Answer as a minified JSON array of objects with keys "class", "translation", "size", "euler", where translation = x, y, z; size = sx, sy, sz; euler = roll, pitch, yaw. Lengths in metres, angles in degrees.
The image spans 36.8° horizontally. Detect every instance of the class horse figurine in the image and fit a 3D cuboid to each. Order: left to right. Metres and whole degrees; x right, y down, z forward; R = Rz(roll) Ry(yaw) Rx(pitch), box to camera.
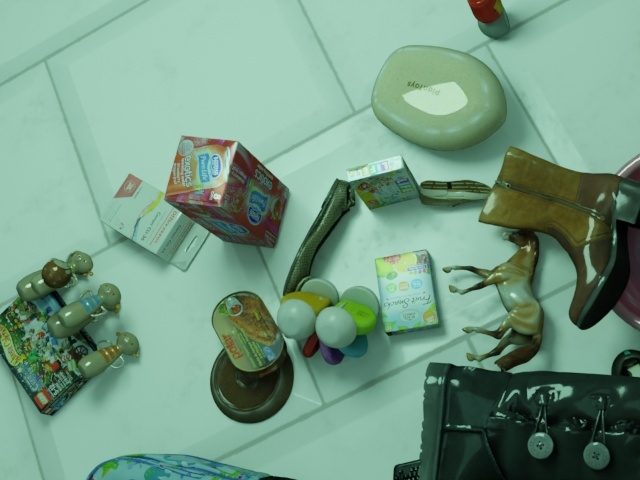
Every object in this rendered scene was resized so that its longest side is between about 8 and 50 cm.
[{"class":"horse figurine","translation":[0.319,0.110,1.660],"size":[0.174,0.066,0.263],"euler":[-12,61,0]}]

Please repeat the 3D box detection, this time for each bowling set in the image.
[{"class":"bowling set","translation":[-0.449,0.100,1.834],"size":[0.154,0.200,0.287],"euler":[-30,67,-33]}]

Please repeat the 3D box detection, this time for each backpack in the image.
[{"class":"backpack","translation":[-0.250,0.494,1.647],"size":[0.355,0.273,0.290],"euler":[15,85,34]}]

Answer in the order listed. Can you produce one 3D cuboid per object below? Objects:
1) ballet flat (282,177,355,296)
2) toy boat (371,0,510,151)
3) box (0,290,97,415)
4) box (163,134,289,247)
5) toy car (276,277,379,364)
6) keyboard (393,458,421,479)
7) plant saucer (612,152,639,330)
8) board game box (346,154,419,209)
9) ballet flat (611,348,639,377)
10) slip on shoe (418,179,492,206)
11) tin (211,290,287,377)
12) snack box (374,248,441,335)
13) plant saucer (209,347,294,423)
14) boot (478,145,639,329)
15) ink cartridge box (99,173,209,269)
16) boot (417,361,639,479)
[{"class":"ballet flat","translation":[0.000,0.000,1.804],"size":[0.058,0.084,0.250],"euler":[27,78,-1]},{"class":"toy boat","translation":[0.258,-0.316,1.793],"size":[0.267,0.148,0.318],"euler":[28,91,28]},{"class":"box","translation":[-0.551,0.211,1.923],"size":[0.159,0.044,0.233],"euler":[-44,66,0]},{"class":"box","translation":[-0.167,-0.085,1.778],"size":[0.122,0.257,0.128],"euler":[9,76,22]},{"class":"toy car","translation":[0.014,0.156,1.720],"size":[0.182,0.159,0.136],"euler":[9,112,23]},{"class":"keyboard","translation":[0.212,0.384,1.630],"size":[0.192,0.038,0.100],"euler":[-16,69,11]},{"class":"plant saucer","translation":[0.602,0.002,1.555],"size":[0.332,0.084,0.332],"euler":[-10,73,37]},{"class":"board game box","translation":[0.117,-0.104,1.750],"size":[0.103,0.154,0.026],"euler":[-14,69,13]},{"class":"ballet flat","translation":[0.543,0.300,1.518],"size":[0.095,0.096,0.280],"euler":[-30,67,6]},{"class":"slip on shoe","translation":[0.248,-0.082,1.766],"size":[0.135,0.041,0.051],"euler":[1,33,4]},{"class":"tin","translation":[-0.133,0.174,1.779],"size":[0.106,0.040,0.190],"euler":[-27,50,-8]},{"class":"snack box","translation":[0.158,0.094,1.738],"size":[0.100,0.037,0.141],"euler":[-12,70,15]},{"class":"plant saucer","translation":[-0.133,0.254,1.786],"size":[0.168,0.029,0.169],"euler":[-5,71,15]},{"class":"boot","translation":[0.382,-0.010,1.611],"size":[0.280,0.096,0.264],"euler":[20,92,37]},{"class":"ink cartridge box","translation":[-0.327,-0.037,1.917],"size":[0.198,0.067,0.115],"euler":[28,83,23]},{"class":"boot","translation":[0.378,0.379,1.474],"size":[0.445,0.146,0.367],"euler":[2,93,21]}]
